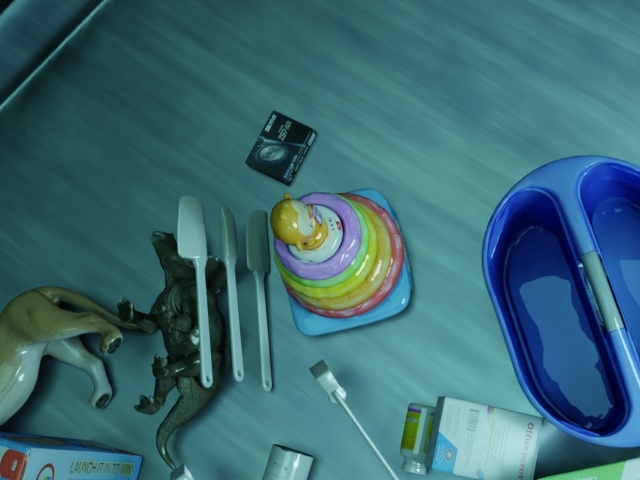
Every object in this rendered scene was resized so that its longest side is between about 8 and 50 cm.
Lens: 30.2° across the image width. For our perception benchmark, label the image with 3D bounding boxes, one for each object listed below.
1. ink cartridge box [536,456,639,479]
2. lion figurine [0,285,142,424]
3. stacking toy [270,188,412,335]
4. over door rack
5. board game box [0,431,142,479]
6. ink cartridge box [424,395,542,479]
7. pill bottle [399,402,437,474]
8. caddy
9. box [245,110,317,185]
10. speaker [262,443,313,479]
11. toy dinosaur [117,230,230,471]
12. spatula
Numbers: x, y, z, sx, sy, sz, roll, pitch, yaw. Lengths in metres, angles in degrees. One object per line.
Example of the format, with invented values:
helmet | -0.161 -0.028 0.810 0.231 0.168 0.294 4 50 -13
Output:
ink cartridge box | 0.364 0.386 1.323 0.198 0.115 0.272 -12 73 4
lion figurine | -0.426 0.179 1.583 0.392 0.142 0.240 -44 64 -13
stacking toy | 0.000 0.000 1.409 0.166 0.302 0.175 -16 74 10
over door rack | 0.000 0.340 1.401 0.240 0.108 0.324 -35 84 -5
board game box | -0.350 0.388 1.414 0.086 0.308 0.301 12 81 18
ink cartridge box | 0.196 0.242 1.425 0.123 0.052 0.088 13 82 -3
pill bottle | 0.122 0.245 1.464 0.043 0.043 0.083 10 81 16
caddy | 0.327 0.072 1.380 0.241 0.179 0.341 -19 75 8
box | -0.053 -0.125 1.596 0.067 0.018 0.083 28 86 17
speaker | -0.054 0.328 1.484 0.055 0.055 0.136 15 83 16
toy dinosaur | -0.165 0.135 1.512 0.121 0.160 0.313 -11 90 41
spatula | -0.117 0.069 1.502 0.019 0.168 0.242 -11 77 33
